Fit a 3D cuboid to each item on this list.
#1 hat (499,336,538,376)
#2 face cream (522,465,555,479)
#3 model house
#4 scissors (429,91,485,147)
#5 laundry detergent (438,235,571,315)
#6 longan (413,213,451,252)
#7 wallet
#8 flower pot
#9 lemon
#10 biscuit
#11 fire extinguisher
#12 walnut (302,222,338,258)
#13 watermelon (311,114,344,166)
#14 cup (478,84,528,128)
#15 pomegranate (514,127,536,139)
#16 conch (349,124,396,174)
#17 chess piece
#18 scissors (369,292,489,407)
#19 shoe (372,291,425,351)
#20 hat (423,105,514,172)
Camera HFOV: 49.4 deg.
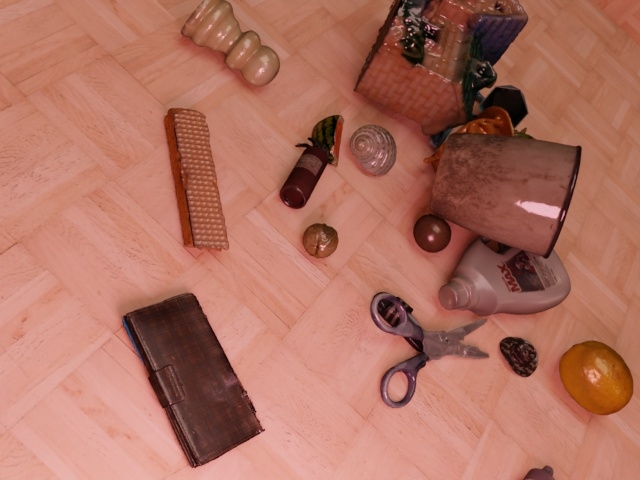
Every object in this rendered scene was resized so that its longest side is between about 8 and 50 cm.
[{"bbox_3d":[0.516,0.289,1.782,0.121,0.050,0.121,14,55,-21],"label":"hat"},{"bbox_3d":[0.436,0.594,1.505,0.092,0.092,0.311,50,49,5],"label":"face cream"},{"bbox_3d":[0.371,-0.564,2.002,0.399,0.395,0.446,28,58,-8],"label":"model house"},{"bbox_3d":[0.417,-0.391,2.172,0.180,0.032,0.393,39,47,-5],"label":"scissors"},{"bbox_3d":[0.461,0.091,1.832,0.397,0.125,0.264,-12,69,-35],"label":"laundry detergent"},{"bbox_3d":[0.292,-0.022,1.813,0.113,0.092,0.114,17,56,-27],"label":"longan"},{"bbox_3d":[-0.243,0.257,1.329,0.169,0.044,0.317,-19,74,-43],"label":"wallet"},{"bbox_3d":[0.463,-0.133,1.780,0.330,0.294,0.294,15,48,12],"label":"flower pot"},{"bbox_3d":[0.710,0.353,1.788,0.170,0.170,0.207,-35,87,-42],"label":"lemon"},{"bbox_3d":[-0.278,-0.138,1.555,0.094,0.054,0.379,2,60,-32],"label":"biscuit"},{"bbox_3d":[-0.041,-0.180,1.729,0.099,0.071,0.231,14,48,11],"label":"fire extinguisher"},{"bbox_3d":[0.000,0.000,1.626,0.092,0.092,0.092,16,54,-23],"label":"walnut"},{"bbox_3d":[0.030,-0.284,1.834,0.086,0.069,0.163,20,54,-19],"label":"watermelon"},{"bbox_3d":[0.581,-0.430,2.199,0.236,0.134,0.148,-49,121,-66],"label":"cup"},{"bbox_3d":[0.602,-0.266,2.153,0.156,0.156,0.220,32,18,-11],"label":"pomegranate"},{"bbox_3d":[0.152,-0.246,1.871,0.153,0.102,0.135,-6,79,-35],"label":"conch"},{"bbox_3d":[-0.216,-0.499,1.787,0.251,0.144,0.144,41,48,-12],"label":"chess piece"},{"bbox_3d":[0.274,0.241,1.647,0.383,0.029,0.256,-2,79,-36],"label":"scissors"},{"bbox_3d":[0.204,0.184,1.653,0.179,0.049,0.071,48,47,3],"label":"shoe"},{"bbox_3d":[0.394,-0.244,1.964,0.233,0.244,0.234,-10,58,-21],"label":"hat"}]
